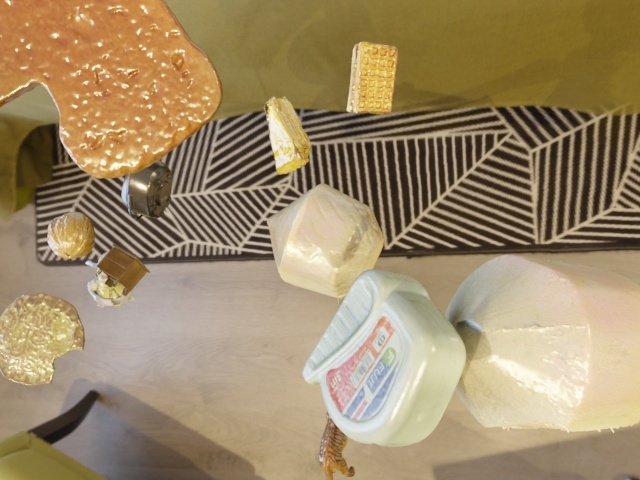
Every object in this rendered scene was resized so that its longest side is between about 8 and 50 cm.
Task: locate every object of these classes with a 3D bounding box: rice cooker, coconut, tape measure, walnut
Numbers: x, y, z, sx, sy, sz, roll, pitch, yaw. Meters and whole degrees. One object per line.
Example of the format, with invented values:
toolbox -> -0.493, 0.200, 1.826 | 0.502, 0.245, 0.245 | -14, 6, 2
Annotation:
rice cooker -> -0.521, -0.156, 1.530 | 0.118, 0.142, 0.203 | 24, 126, 8
coconut -> 0.349, 0.169, 0.819 | 0.309, 0.297, 0.298 | 6, 92, -21
coconut -> 0.000, 0.000, 1.381 | 0.328, 0.329, 0.329 | 0, 90, 13
tape measure -> 0.097, 0.186, 0.781 | 0.243, 0.125, 0.246 | -63, 37, 23
walnut -> -0.567, -0.014, 1.162 | 0.105, 0.105, 0.124 | -27, 42, 11

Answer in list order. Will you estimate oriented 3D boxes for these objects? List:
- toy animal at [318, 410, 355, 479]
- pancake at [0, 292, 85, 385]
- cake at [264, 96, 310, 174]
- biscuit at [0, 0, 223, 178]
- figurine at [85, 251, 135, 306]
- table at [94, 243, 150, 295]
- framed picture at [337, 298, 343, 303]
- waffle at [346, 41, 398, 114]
toy animal -> 0.032, 0.418, 1.044 | 0.056, 0.241, 0.099 | -17, 124, 27
pancake -> -0.695, 0.240, 1.245 | 0.235, 0.029, 0.212 | -40, 90, -2
cake -> -0.092, -0.261, 1.289 | 0.185, 0.079, 0.116 | 54, 139, 0
biscuit -> -0.276, -0.185, 0.556 | 0.262, 0.052, 0.277 | -43, 106, -1
figurine -> -0.563, 0.118, 1.382 | 0.128, 0.209, 0.184 | -8, 47, -17
table -> -0.471, 0.073, 1.197 | 0.083, 0.070, 0.082 | 25, 66, 23
framed picture -> 0.124, 0.073, 1.870 | 0.018, 0.293, 0.231 | 29, 57, 29
waffle -> 0.114, -0.354, 1.115 | 0.102, 0.042, 0.148 | -5, 110, -28
